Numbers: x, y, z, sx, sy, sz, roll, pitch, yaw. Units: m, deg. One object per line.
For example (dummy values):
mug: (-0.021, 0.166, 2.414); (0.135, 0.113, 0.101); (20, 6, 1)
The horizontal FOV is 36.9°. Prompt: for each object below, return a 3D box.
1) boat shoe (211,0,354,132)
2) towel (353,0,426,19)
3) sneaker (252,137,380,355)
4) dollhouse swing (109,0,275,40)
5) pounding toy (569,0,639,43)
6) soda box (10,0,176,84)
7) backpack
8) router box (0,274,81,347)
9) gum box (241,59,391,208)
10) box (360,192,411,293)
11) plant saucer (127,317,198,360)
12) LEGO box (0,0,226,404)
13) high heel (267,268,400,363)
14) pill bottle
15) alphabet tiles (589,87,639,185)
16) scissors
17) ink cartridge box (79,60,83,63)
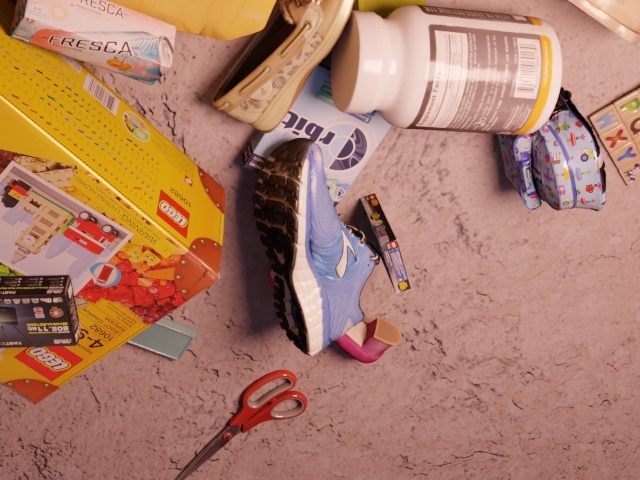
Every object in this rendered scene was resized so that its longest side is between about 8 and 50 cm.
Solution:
boat shoe: (-0.042, -0.268, 1.248); (0.089, 0.104, 0.285); (20, 118, -25)
towel: (0.093, -0.393, 1.244); (0.102, 0.021, 0.237); (-6, 124, -6)
sneaker: (0.000, 0.000, 1.390); (0.147, 0.130, 0.330); (-22, 123, -25)
dollhouse swing: (-0.160, -0.444, 1.073); (0.347, 0.305, 0.315); (9, 77, -16)
pounding toy: (0.405, -0.359, 1.262); (0.269, 0.154, 0.155); (33, 113, -7)
soda box: (-0.267, -0.248, 1.136); (0.183, 0.063, 0.058); (15, 157, -30)
backpack: (0.338, -0.113, 1.381); (0.117, 0.173, 0.158); (-17, 125, 0)
router box: (-0.368, 0.090, 1.199); (0.122, 0.038, 0.092); (-1, 131, -2)
gum box: (0.001, -0.154, 1.369); (0.157, 0.041, 0.184); (23, 115, -24)
box: (0.097, 0.003, 1.431); (0.027, 0.137, 0.094); (-19, 125, 0)
plant saucer: (-0.291, 0.138, 1.517); (0.192, 0.018, 0.067); (25, 115, -23)
LEGO box: (-0.425, -0.062, 1.223); (0.372, 0.193, 0.500); (-34, 123, 23)
high heel: (0.004, 0.123, 1.546); (0.244, 0.082, 0.117); (26, 145, -18)
pill bottle: (0.164, -0.227, 1.273); (0.279, 0.162, 0.162); (2, 122, -15)
alphabet tiles: (0.549, -0.159, 1.478); (0.198, 0.009, 0.237); (-31, 126, 16)
scissors: (-0.156, 0.320, 1.663); (0.297, 0.021, 0.109); (-31, 125, 11)
ink cartridge box: (-0.264, -0.341, 1.186); (0.311, 0.065, 0.185); (-24, 123, 7)
